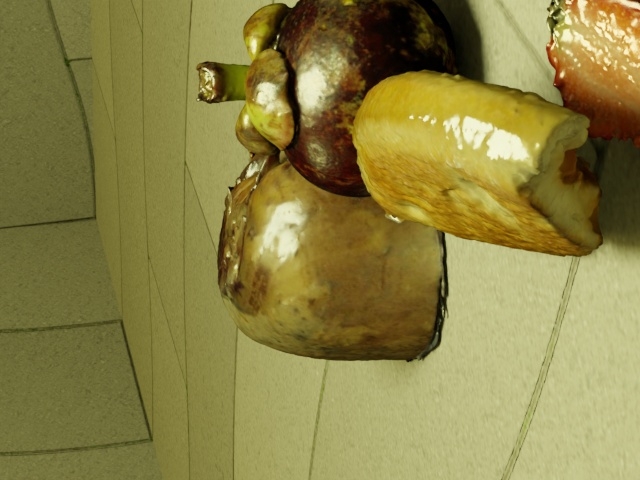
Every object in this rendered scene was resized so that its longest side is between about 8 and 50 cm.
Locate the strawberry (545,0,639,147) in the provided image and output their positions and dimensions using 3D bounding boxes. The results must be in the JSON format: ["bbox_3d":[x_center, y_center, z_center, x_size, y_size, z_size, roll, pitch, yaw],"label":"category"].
[{"bbox_3d":[0.190,-0.108,0.954,0.152,0.048,0.104,52,143,34],"label":"strawberry"}]

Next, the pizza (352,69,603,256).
[{"bbox_3d":[0.109,-0.048,1.059,0.074,0.182,0.365,-61,5,-7],"label":"pizza"}]

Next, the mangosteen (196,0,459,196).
[{"bbox_3d":[0.005,-0.134,1.297,0.192,0.217,0.192,8,-90,-90],"label":"mangosteen"}]

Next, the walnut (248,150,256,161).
[{"bbox_3d":[-0.025,-0.092,1.663,0.116,0.116,0.207,179,84,-76],"label":"walnut"}]

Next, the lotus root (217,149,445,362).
[{"bbox_3d":[0.000,0.000,1.498,0.272,0.192,0.272,179,90,-80],"label":"lotus root"}]
